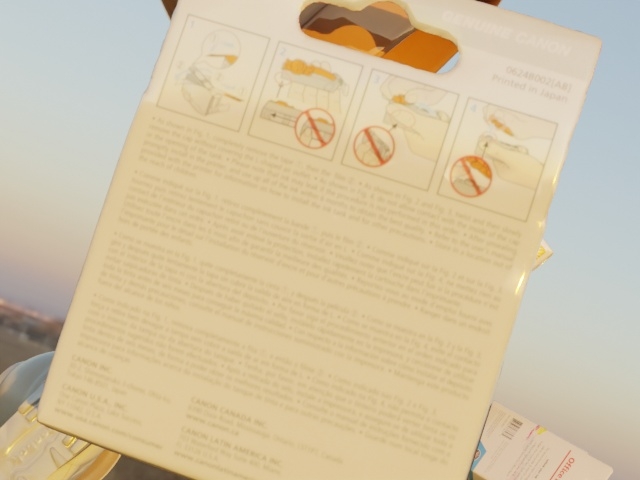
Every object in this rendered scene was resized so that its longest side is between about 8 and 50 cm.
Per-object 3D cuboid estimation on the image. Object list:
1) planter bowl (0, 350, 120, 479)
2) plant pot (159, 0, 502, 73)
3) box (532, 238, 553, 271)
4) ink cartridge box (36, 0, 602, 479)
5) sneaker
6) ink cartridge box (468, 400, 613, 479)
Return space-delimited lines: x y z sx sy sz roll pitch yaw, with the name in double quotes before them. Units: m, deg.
"planter bowl" -0.306 0.194 1.435 0.109 0.162 0.162 14 -10 37
"plant pot" -0.009 -0.206 1.122 0.203 0.291 0.291 50 -5 5
"box" 0.188 -0.033 1.628 0.203 0.103 0.114 52 -2 -2
"ink cartridge box" 0.000 0.000 0.931 0.308 0.385 0.091 18 -2 10
"sneaker" -0.272 0.212 1.117 0.090 0.235 0.095 55 -4 17
"ink cartridge box" 0.271 0.298 1.635 0.181 0.104 0.061 28 -27 28
